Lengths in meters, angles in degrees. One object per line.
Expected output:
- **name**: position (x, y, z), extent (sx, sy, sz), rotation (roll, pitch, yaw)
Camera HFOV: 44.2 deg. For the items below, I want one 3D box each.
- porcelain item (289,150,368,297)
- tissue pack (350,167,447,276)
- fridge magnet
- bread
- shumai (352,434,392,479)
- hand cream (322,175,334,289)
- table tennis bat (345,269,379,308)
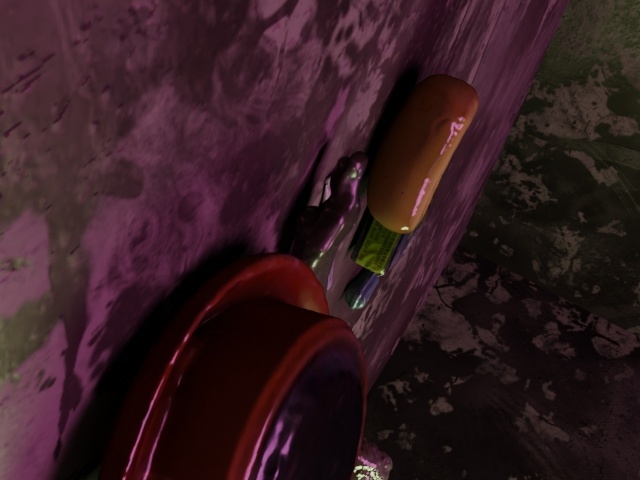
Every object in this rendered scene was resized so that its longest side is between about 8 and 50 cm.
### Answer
- **porcelain item**: position (0.000, 0.000, 0.852), extent (0.081, 0.069, 0.215), rotation (-24, 143, -52)
- **tissue pack**: position (0.139, -0.077, 1.238), extent (0.173, 0.073, 0.235), rotation (-39, 154, -61)
- **fridge magnet**: position (-0.067, 0.190, 0.725), extent (0.363, 0.155, 0.363), rotation (-41, 137, -52)
- **bread**: position (0.127, -0.117, 1.043), extent (0.217, 0.098, 0.147), rotation (-64, 169, 20)
- **shumai**: position (-0.036, 0.321, 1.094), extent (0.203, 0.222, 0.272), rotation (-55, 175, -14)
- **hand cream**: position (0.006, -0.001, 0.973), extent (0.052, 0.038, 0.216), rotation (-85, -176, -51)
- **table tennis bat**: position (0.097, 0.060, 1.466), extent (0.153, 0.040, 0.244), rotation (-68, 171, 28)
